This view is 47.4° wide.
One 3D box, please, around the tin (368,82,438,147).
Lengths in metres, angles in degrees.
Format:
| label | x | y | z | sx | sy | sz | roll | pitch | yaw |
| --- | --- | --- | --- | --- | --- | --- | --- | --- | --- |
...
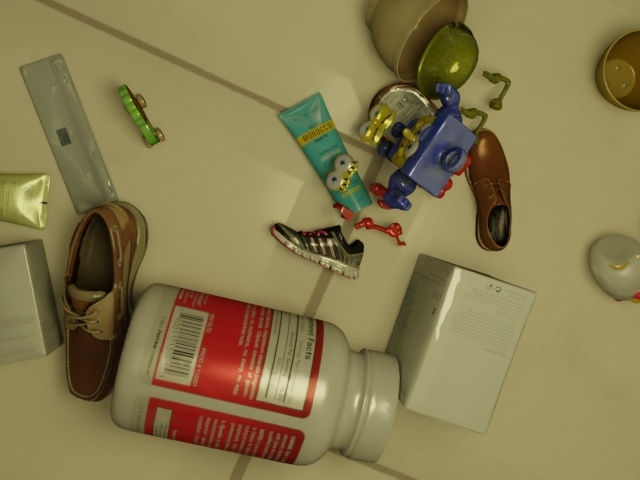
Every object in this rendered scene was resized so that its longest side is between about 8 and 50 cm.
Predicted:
| label | x | y | z | sx | sy | sz | roll | pitch | yaw |
| --- | --- | --- | --- | --- | --- | --- | --- | --- | --- |
| tin | 0.163 | -0.181 | 1.229 | 0.106 | 0.040 | 0.189 | -43 | 96 | 3 |

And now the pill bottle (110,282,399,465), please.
| label | x | y | z | sx | sy | sz | roll | pitch | yaw |
| --- | --- | --- | --- | --- | --- | --- | --- | --- | --- |
| pill bottle | -0.096 | 0.218 | 1.135 | 0.408 | 0.229 | 0.228 | 14 | 92 | -6 |

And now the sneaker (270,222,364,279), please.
| label | x | y | z | sx | sy | sz | roll | pitch | yaw |
| --- | --- | --- | --- | --- | --- | --- | --- | --- | --- |
| sneaker | 0.000 | 0.000 | 1.214 | 0.170 | 0.063 | 0.074 | 25 | 92 | -11 |

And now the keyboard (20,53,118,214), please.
| label | x | y | z | sx | sy | sz | roll | pitch | yaw |
| --- | --- | --- | --- | --- | --- | --- | --- | --- | --- |
| keyboard | -0.411 | -0.173 | 1.193 | 0.072 | 0.014 | 0.256 | -20 | 95 | 2 |

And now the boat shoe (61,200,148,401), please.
| label | x | y | z | sx | sy | sz | roll | pitch | yaw |
| --- | --- | --- | --- | --- | --- | --- | --- | --- | --- |
| boat shoe | -0.360 | 0.095 | 1.149 | 0.123 | 0.116 | 0.324 | 6 | 90 | 13 |

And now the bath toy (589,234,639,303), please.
| label | x | y | z | sx | sy | sz | roll | pitch | yaw |
| --- | --- | --- | --- | --- | --- | --- | --- | --- | --- |
| bath toy | 0.630 | 0.018 | 1.242 | 0.348 | 0.151 | 0.129 | -21 | 130 | -3 |

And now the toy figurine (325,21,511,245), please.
| label | x | y | z | sx | sy | sz | roll | pitch | yaw |
| --- | --- | --- | --- | --- | --- | --- | --- | --- | --- |
| toy figurine | 0.190 | -0.143 | 1.090 | 0.191 | 0.217 | 0.362 | 35 | 92 | -21 |

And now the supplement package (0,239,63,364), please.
| label | x | y | z | sx | sy | sz | roll | pitch | yaw |
| --- | --- | --- | --- | --- | --- | --- | --- | --- | --- |
| supplement package | -0.488 | 0.096 | 1.155 | 0.105 | 0.105 | 0.179 | -9 | 95 | -3 |

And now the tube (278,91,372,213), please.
| label | x | y | z | sx | sy | sz | roll | pitch | yaw |
| --- | --- | --- | --- | --- | --- | --- | --- | --- | --- |
| tube | 0.015 | -0.139 | 1.216 | 0.080 | 0.052 | 0.207 | -30 | 91 | -13 |

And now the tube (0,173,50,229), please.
| label | x | y | z | sx | sy | sz | roll | pitch | yaw |
| --- | --- | --- | --- | --- | --- | --- | --- | --- | --- |
| tube | -0.561 | -0.074 | 1.167 | 0.240 | 0.062 | 0.070 | 6 | 137 | -10 |

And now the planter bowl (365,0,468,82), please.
| label | x | y | z | sx | sy | sz | roll | pitch | yaw |
| --- | --- | --- | --- | --- | --- | --- | --- | --- | --- |
| planter bowl | 0.142 | -0.352 | 1.168 | 0.162 | 0.162 | 0.109 | -46 | 69 | -1 |

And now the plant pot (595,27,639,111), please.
| label | x | y | z | sx | sy | sz | roll | pitch | yaw |
| --- | --- | --- | --- | --- | --- | --- | --- | --- | --- |
| plant pot | 0.517 | -0.278 | 1.222 | 0.134 | 0.095 | 0.134 | 0 | 94 | -5 |

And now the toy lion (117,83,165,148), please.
| label | x | y | z | sx | sy | sz | roll | pitch | yaw |
| --- | --- | --- | --- | --- | --- | --- | --- | --- | --- |
| toy lion | -0.288 | -0.199 | 1.158 | 0.034 | 0.096 | 0.100 | -29 | 96 | -2 |

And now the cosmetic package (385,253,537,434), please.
| label | x | y | z | sx | sy | sz | roll | pitch | yaw |
| --- | --- | --- | --- | --- | --- | --- | --- | --- | --- |
| cosmetic package | 0.206 | 0.153 | 1.159 | 0.138 | 0.224 | 0.224 | 18 | 92 | -6 |

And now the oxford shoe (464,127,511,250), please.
| label | x | y | z | sx | sy | sz | roll | pitch | yaw |
| --- | --- | --- | --- | --- | --- | --- | --- | --- | --- |
| oxford shoe | 0.293 | -0.086 | 1.227 | 0.076 | 0.076 | 0.212 | -10 | 93 | -2 |
